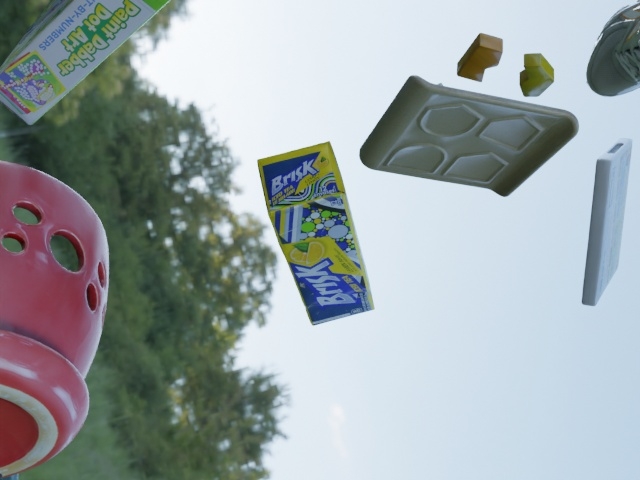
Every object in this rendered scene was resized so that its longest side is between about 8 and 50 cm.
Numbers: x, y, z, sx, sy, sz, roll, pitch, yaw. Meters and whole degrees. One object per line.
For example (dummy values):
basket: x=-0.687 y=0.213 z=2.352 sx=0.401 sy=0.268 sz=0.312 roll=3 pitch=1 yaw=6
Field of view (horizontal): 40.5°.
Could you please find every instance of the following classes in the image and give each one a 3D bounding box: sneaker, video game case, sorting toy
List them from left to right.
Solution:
sorting toy: x=0.202 y=-0.156 z=1.104 sx=0.307 sy=0.229 sz=0.041 roll=127 pitch=-28 yaw=-61
video game case: x=0.451 y=-0.034 z=1.364 sx=0.026 sy=0.206 sz=0.227 roll=9 pitch=-72 yaw=26
sneaker: x=0.393 y=-0.235 z=1.011 sx=0.099 sy=0.121 sz=0.262 roll=44 pitch=-33 yaw=-3

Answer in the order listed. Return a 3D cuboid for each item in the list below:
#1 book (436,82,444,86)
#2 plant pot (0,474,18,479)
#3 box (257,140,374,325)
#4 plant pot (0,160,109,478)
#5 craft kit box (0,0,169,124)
book: x=0.215 y=-0.216 z=1.603 sx=0.096 sy=0.035 sz=0.144 roll=-14 pitch=-50 yaw=36
plant pot: x=-0.539 y=0.221 z=0.877 sx=0.341 sy=0.334 sz=0.341 roll=1 pitch=-89 yaw=47
box: x=0.000 y=0.000 z=0.686 sx=0.169 sy=0.059 sz=0.054 roll=72 pitch=4 yaw=-54
plant pot: x=-0.247 y=0.064 z=0.619 sx=0.191 sy=0.191 sz=0.174 roll=107 pitch=-23 yaw=-44
craft kit box: x=-0.167 y=-0.248 z=0.781 sx=0.250 sy=0.061 sz=0.246 roll=-32 pitch=-148 yaw=29
